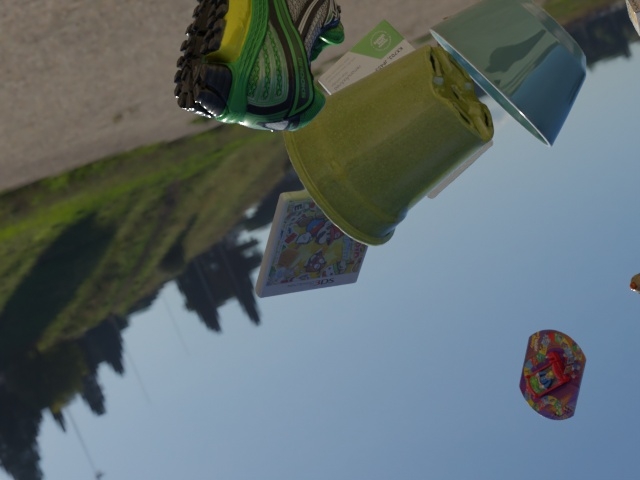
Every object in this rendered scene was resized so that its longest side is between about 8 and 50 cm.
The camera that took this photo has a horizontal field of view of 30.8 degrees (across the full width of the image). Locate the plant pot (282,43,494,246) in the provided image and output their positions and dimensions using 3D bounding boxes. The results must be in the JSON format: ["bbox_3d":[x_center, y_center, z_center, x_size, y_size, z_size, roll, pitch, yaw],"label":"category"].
[{"bbox_3d":[0.123,-0.171,1.843,0.254,0.276,0.276,-34,180,27],"label":"plant pot"}]

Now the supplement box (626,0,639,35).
[{"bbox_3d":[0.437,-0.305,1.460,0.098,0.036,0.062,-24,154,11],"label":"supplement box"}]

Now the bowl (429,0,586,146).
[{"bbox_3d":[0.362,-0.334,2.115,0.163,0.311,0.311,-47,-178,8],"label":"bowl"}]

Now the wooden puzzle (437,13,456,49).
[{"bbox_3d":[0.267,-0.396,2.318,0.078,0.116,0.014,-2,-149,24],"label":"wooden puzzle"}]

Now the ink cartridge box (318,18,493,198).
[{"bbox_3d":[0.191,-0.285,2.552,0.207,0.353,0.119,-43,165,3],"label":"ink cartridge box"}]

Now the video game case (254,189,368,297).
[{"bbox_3d":[0.000,0.000,2.053,0.206,0.026,0.227,-8,133,-29],"label":"video game case"}]

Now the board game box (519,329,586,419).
[{"bbox_3d":[0.416,0.249,2.142,0.033,0.168,0.133,-3,-161,-42],"label":"board game box"}]

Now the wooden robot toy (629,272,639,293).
[{"bbox_3d":[0.599,0.070,2.103,0.079,0.173,0.076,-15,-152,-22],"label":"wooden robot toy"}]

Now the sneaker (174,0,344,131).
[{"bbox_3d":[-0.049,-0.255,1.184,0.146,0.343,0.134,20,153,-24],"label":"sneaker"}]
